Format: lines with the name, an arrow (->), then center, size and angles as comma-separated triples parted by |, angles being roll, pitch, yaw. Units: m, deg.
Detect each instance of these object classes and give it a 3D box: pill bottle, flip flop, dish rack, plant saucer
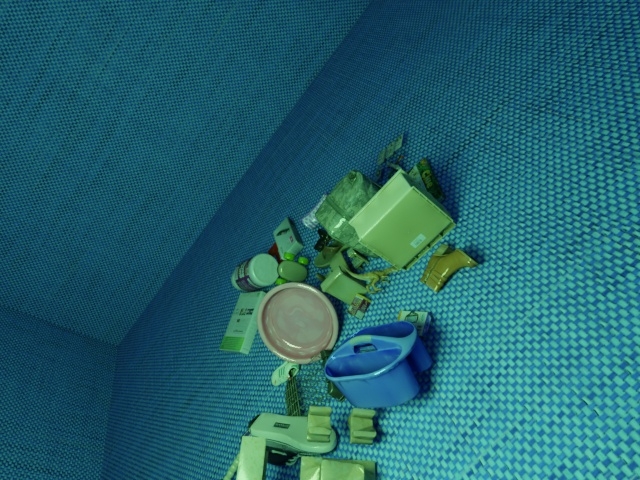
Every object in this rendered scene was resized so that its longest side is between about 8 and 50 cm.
pill bottle -> -0.355, 0.179, 2.324 | 0.301, 0.169, 0.170 | -25, 43, 52
flip flop -> 0.067, 0.022, 1.958 | 0.277, 0.080, 0.112 | -38, 36, 29
dish rack -> -0.030, 0.549, 1.633 | 0.271, 0.074, 0.208 | -46, 31, 22
plant saucer -> -0.084, 0.317, 1.735 | 0.332, 0.332, 0.084 | -46, -3, 18

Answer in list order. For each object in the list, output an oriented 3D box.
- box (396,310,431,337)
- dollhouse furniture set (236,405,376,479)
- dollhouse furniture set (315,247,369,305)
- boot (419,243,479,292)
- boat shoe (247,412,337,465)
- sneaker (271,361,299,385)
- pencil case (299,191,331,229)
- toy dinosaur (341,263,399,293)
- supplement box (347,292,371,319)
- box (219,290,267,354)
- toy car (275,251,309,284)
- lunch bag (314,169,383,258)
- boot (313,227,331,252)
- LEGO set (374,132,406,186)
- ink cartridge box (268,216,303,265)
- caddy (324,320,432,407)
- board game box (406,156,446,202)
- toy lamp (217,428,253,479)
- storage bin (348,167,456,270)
box -> 0.307, 0.273, 1.439 | 0.136, 0.028, 0.081 | -6, 58, 50
dollhouse furniture set -> -0.040, 0.705, 1.289 | 0.257, 0.393, 0.362 | 100, 175, -51
dollhouse furniture set -> 0.073, 0.125, 1.775 | 0.212, 0.161, 0.242 | -48, 32, 16
boot -> 0.409, 0.100, 1.411 | 0.153, 0.072, 0.197 | -57, 18, -1
boat shoe -> -0.087, 0.712, 1.539 | 0.340, 0.158, 0.127 | 0, 22, 31
sneaker -> -0.143, 0.550, 1.802 | 0.161, 0.057, 0.075 | -47, 26, 12
pencil case -> -0.005, -0.148, 2.210 | 0.206, 0.088, 0.086 | -47, 30, 18
toy dinosaur -> 0.188, 0.140, 1.645 | 0.064, 0.211, 0.113 | 89, 175, -70
supplement box -> 0.147, 0.251, 1.672 | 0.083, 0.043, 0.055 | -60, 31, -6
box -> -0.396, 0.424, 2.284 | 0.232, 0.058, 0.322 | -12, 52, 50
toy car -> -0.156, 0.147, 2.124 | 0.188, 0.148, 0.155 | -3, 70, 67
lunch bag -> 0.172, -0.107, 1.717 | 0.256, 0.305, 0.213 | -53, 33, 14
boot -> 0.000, 0.000, 2.113 | 0.099, 0.045, 0.121 | -60, 31, 3
LEGO set -> 0.317, -0.339, 1.985 | 0.182, 0.060, 0.245 | -36, 34, 53
ink cartridge box -> -0.211, 0.034, 2.369 | 0.239, 0.060, 0.275 | -48, 32, 14
caddy -> 0.164, 0.360, 1.336 | 0.341, 0.179, 0.241 | -24, 15, 43
board game box -> 0.400, -0.210, 1.742 | 0.136, 0.030, 0.260 | -38, 36, 26
toy lamp -> -0.322, 0.869, 1.754 | 0.275, 0.080, 0.080 | -62, 31, -2
storage bin -> 0.289, -0.059, 1.537 | 0.262, 0.260, 0.123 | -46, 31, 18
